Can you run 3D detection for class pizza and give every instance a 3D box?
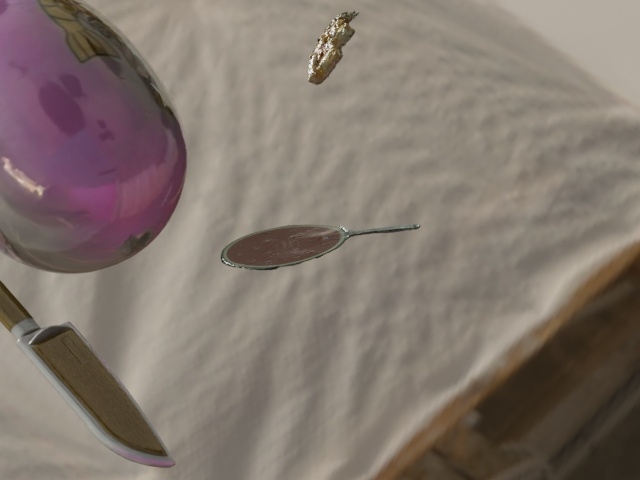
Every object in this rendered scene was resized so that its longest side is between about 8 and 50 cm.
[{"bbox_3d":[0.009,-0.157,1.494,0.016,0.037,0.083,44,-125,-27],"label":"pizza"}]

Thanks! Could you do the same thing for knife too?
[{"bbox_3d":[-0.189,0.070,1.308,0.046,0.022,0.256,-23,-121,-43],"label":"knife"}]

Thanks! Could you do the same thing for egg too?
[{"bbox_3d":[-0.224,-0.097,1.452,0.271,0.196,0.196,41,-139,7],"label":"egg"}]

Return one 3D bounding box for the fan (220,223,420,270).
[{"bbox_3d":[0.000,0.000,1.220,0.133,0.005,0.085,-9,-162,1],"label":"fan"}]
